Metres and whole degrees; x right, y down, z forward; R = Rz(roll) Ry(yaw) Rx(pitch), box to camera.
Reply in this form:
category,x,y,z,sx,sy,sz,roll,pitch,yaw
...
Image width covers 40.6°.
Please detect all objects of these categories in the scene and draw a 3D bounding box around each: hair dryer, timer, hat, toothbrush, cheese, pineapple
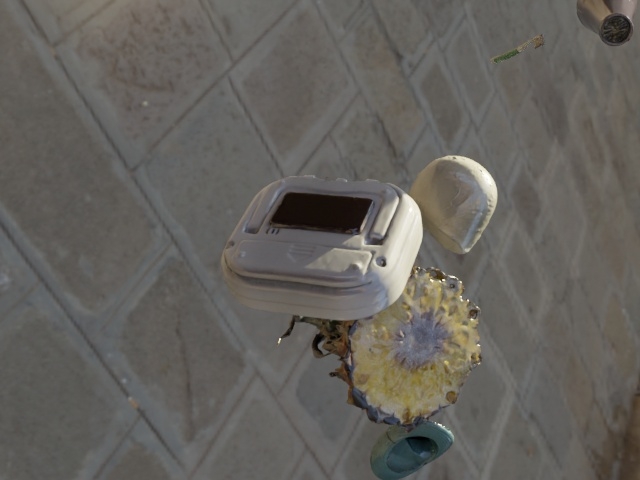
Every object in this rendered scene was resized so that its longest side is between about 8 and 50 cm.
category,x,y,z,sx,sy,sz,roll,pitch,yaw
hair dryer,0.618,-0.559,1.675,0.301,0.121,0.361,-67,179,-60
timer,0.000,0.001,1.195,0.237,0.262,0.087,-65,153,-42
hat,0.186,0.423,1.818,0.138,0.191,0.078,38,22,-32
toothbrush,0.409,-0.396,1.805,0.018,0.257,0.024,-10,94,-11
cheese,0.285,-0.091,1.872,0.154,0.198,0.189,19,112,-49
pineapple,0.077,0.151,1.389,0.262,0.271,0.262,-3,96,-28
